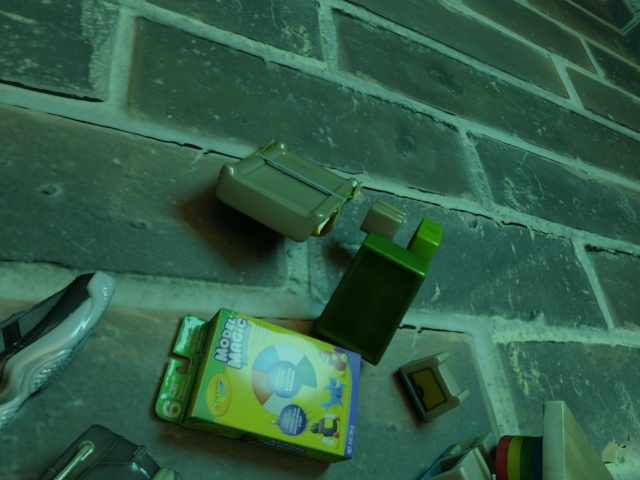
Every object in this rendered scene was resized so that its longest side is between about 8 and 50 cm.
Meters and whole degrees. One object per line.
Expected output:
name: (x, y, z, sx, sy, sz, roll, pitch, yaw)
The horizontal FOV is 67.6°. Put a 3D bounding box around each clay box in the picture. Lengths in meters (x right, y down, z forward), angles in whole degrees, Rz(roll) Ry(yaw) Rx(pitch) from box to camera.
clay box: (-0.062, 0.165, 0.554, 0.222, 0.053, 0.127, 23, 52, -20)

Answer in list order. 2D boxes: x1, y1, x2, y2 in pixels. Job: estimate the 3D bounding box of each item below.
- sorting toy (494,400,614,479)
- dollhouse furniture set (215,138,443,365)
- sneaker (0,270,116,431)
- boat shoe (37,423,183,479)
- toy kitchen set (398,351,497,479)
sorting toy: (0.287, 0.369, 0.579, 0.257, 0.089, 0.255, 49, 45, -31)
dollhouse furniture set: (0.000, 0.000, 0.689, 0.302, 0.151, 0.197, 29, 28, 7)
sneaker: (-0.311, 0.095, 0.404, 0.153, 0.101, 0.268, 40, 51, -9)
boat shoe: (-0.259, 0.278, 0.327, 0.130, 0.132, 0.355, 41, 39, 8)
toy kitchen set: (0.110, 0.250, 0.596, 0.207, 0.122, 0.166, -1, 61, -56)
